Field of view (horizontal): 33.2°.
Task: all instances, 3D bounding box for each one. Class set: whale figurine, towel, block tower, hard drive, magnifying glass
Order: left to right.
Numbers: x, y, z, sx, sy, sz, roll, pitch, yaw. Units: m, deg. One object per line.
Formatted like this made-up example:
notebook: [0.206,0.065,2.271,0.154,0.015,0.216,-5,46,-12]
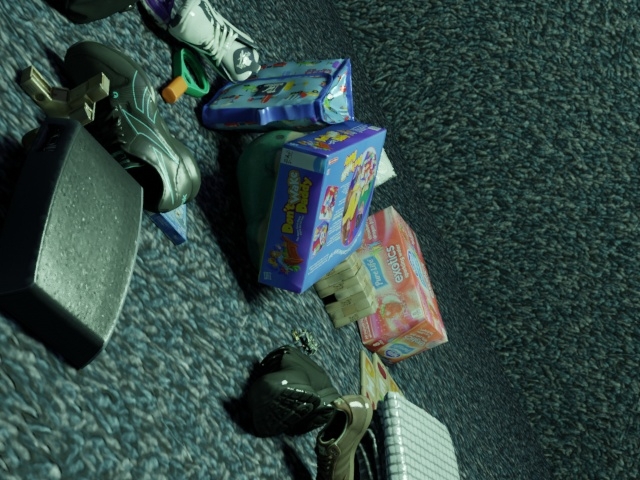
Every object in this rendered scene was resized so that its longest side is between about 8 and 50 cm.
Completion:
hard drive: [-0.273,-0.005,1.201,0.172,0.054,0.254,51,33,-42]
magnifying glass: [-0.239,-0.281,1.884,0.092,0.026,0.231,60,17,-16]
whale figurine: [-0.095,-0.076,1.885,0.216,0.141,0.272,90,16,-49]
block tower: [0.000,0.000,2.114,0.335,0.097,0.091,65,15,-8]
towel: [0.153,0.426,1.904,0.284,0.121,0.235,39,37,-50]

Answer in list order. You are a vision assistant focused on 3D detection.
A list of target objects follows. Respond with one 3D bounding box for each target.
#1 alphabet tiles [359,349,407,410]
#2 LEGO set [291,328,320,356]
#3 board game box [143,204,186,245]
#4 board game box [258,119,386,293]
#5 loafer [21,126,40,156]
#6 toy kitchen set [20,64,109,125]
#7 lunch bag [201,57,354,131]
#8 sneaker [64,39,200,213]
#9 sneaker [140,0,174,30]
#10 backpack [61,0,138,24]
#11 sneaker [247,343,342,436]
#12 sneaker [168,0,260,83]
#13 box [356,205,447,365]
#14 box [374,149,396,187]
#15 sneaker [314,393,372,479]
alphabet tiles: [0.151,0.388,2.157,0.285,0.011,0.342,57,17,-26]
LEGO set: [-0.022,0.177,1.888,0.054,0.023,0.083,68,15,10]
board game box: [-0.228,-0.053,1.571,0.090,0.020,0.090,51,20,-40]
board game box: [0.010,-0.068,1.839,0.347,0.078,0.233,-33,137,-68]
loafer: [-0.304,-0.084,1.301,0.148,0.056,0.050,46,18,-49]
toy kitchen set: [-0.322,-0.187,1.351,0.075,0.083,0.068,52,19,-39]
lunch bag: [-0.076,-0.246,1.979,0.293,0.221,0.138,-52,140,-69]
sneaker: [-0.264,-0.154,1.465,0.267,0.101,0.106,54,31,-9]
sneaker: [-0.280,-0.443,1.912,0.068,0.071,0.170,49,22,-43]
backpack: [-0.324,-0.547,1.547,0.355,0.290,0.273,63,-4,17]
sneaker: [-0.055,0.219,1.612,0.130,0.109,0.286,59,6,18]
sneaker: [-0.178,-0.357,1.938,0.153,0.094,0.235,33,-6,6]
box: [0.151,0.099,2.347,0.142,0.154,0.300,44,26,-51]
box: [0.049,-0.125,2.227,0.077,0.147,0.180,62,-20,-7]
sneaker: [0.015,0.316,1.613,0.071,0.188,0.066,10,11,-40]
